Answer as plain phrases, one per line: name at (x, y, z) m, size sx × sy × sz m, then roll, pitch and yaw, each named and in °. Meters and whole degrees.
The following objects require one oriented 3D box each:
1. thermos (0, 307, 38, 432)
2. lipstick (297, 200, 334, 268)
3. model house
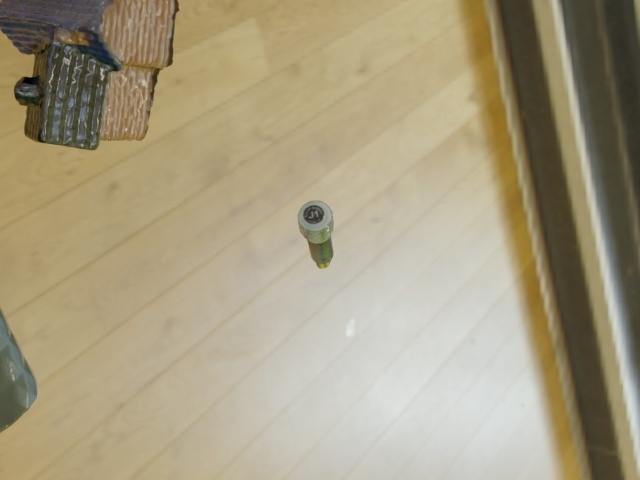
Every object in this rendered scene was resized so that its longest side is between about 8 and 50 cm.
thermos at (-0.409, 0.066, 1.255) m, size 0.182 × 0.145 × 0.286 m, roll -42°, pitch 122°, yaw -46°
lipstick at (0.000, 0.000, 1.216) m, size 0.116 × 0.037 × 0.037 m, roll 76°, pitch 27°, yaw -63°
model house at (-0.272, -0.198, 1.287) m, size 0.172 × 0.167 × 0.182 m, roll -22°, pitch 121°, yaw -68°
